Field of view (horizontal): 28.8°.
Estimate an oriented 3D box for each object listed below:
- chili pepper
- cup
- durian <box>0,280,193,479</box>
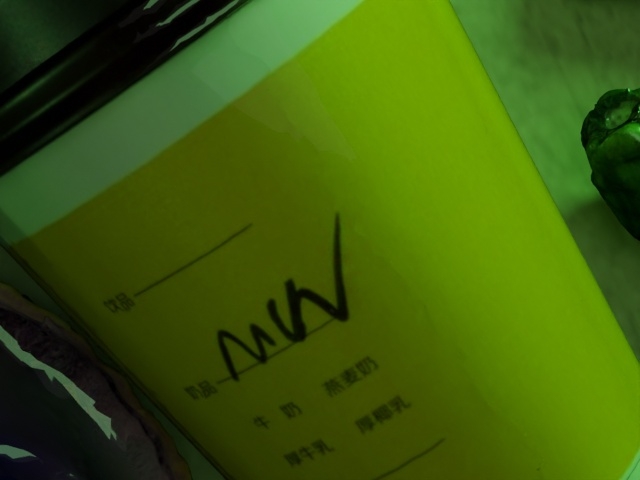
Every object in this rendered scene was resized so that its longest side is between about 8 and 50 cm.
[{"bbox_3d":[0.189,-0.004,0.536,0.182,0.073,0.050,23,57,-6],"label":"chili pepper"},{"bbox_3d":[0.000,0.000,0.436,0.196,0.196,0.279,-40,103,-14],"label":"cup"},{"bbox_3d":[-0.170,0.076,0.413,0.186,0.154,0.260,-33,100,8],"label":"durian"}]
